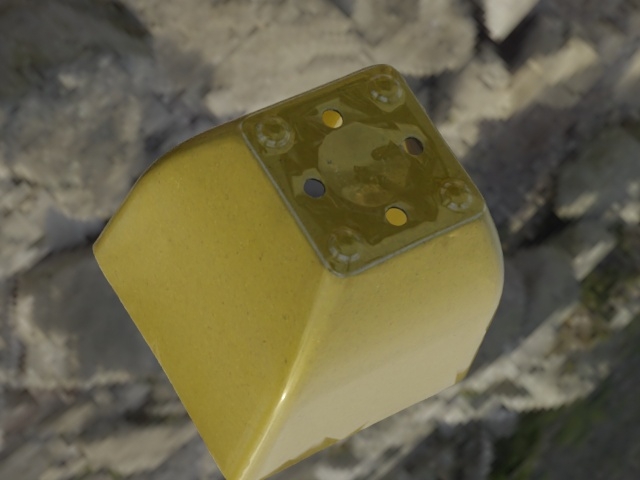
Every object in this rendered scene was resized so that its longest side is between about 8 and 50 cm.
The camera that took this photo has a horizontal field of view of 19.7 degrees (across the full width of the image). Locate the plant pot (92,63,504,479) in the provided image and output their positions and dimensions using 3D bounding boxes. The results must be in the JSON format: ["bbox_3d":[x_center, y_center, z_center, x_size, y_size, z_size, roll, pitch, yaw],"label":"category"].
[{"bbox_3d":[0.000,0.000,0.478,0.081,0.081,0.083,-24,160,-27],"label":"plant pot"}]
